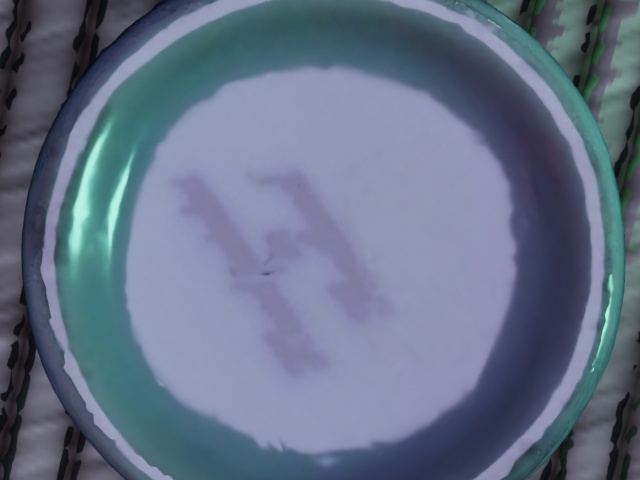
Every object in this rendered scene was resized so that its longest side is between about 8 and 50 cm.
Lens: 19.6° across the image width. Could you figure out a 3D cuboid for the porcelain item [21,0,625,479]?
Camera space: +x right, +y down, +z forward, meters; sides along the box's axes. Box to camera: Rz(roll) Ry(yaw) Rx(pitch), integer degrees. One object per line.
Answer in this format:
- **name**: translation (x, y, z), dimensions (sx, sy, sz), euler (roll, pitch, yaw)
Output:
- **porcelain item**: translation (0.000, 0.000, 0.486), dimensions (0.147, 0.114, 0.147), euler (0, 96, -2)
